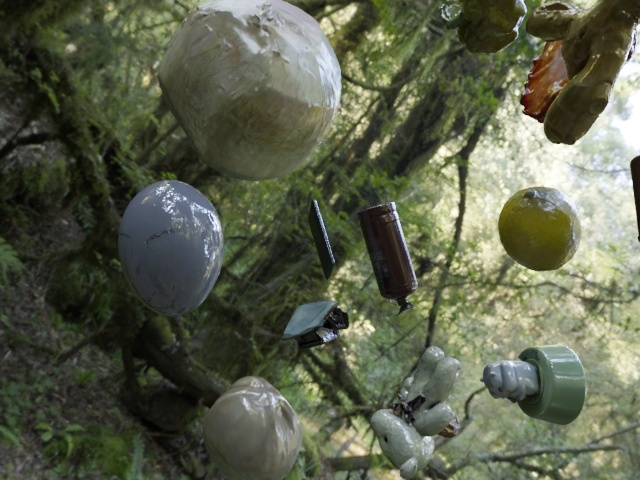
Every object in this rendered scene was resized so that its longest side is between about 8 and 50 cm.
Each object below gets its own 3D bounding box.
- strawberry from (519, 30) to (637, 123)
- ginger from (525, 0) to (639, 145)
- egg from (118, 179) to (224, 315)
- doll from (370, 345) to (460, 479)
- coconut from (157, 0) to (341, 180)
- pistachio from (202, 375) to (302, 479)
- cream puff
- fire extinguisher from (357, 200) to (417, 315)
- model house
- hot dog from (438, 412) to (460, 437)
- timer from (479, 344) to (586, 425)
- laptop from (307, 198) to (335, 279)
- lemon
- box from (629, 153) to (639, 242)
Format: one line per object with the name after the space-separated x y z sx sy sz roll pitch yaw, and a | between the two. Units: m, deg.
0.710 -0.459 1.445 0.149 0.336 0.265 29 12 -26 | strawberry
0.574 -0.409 1.062 0.122 0.363 0.348 17 -24 -20 | ginger
-0.212 0.013 0.753 0.146 0.198 0.146 -1 9 0 | egg
0.207 0.367 1.158 0.149 0.278 0.175 24 -2 14 | doll
-0.104 -0.262 0.862 0.297 0.254 0.297 28 30 -18 | coconut
-0.155 0.468 1.241 0.208 0.226 0.331 -114 -168 -54 | pistachio
0.414 -0.626 1.390 0.282 0.185 0.281 -17 90 -86 | cream puff
0.202 0.062 1.530 0.135 0.114 0.337 168 -95 -72 | fire extinguisher
0.005 0.242 1.439 0.152 0.165 0.106 48 35 -40 | model house
0.282 0.451 1.326 0.099 0.065 0.147 16 -12 -32 | hot dog
0.745 0.515 1.916 0.315 0.290 0.291 7 5 -11 | timer
0.000 0.000 1.324 0.129 0.016 0.180 103 -29 -68 | laptop
0.687 -0.031 1.640 0.245 0.245 0.320 35 -20 52 | lemon
0.985 -0.104 1.350 0.339 0.229 0.239 14 -22 -35 | box
